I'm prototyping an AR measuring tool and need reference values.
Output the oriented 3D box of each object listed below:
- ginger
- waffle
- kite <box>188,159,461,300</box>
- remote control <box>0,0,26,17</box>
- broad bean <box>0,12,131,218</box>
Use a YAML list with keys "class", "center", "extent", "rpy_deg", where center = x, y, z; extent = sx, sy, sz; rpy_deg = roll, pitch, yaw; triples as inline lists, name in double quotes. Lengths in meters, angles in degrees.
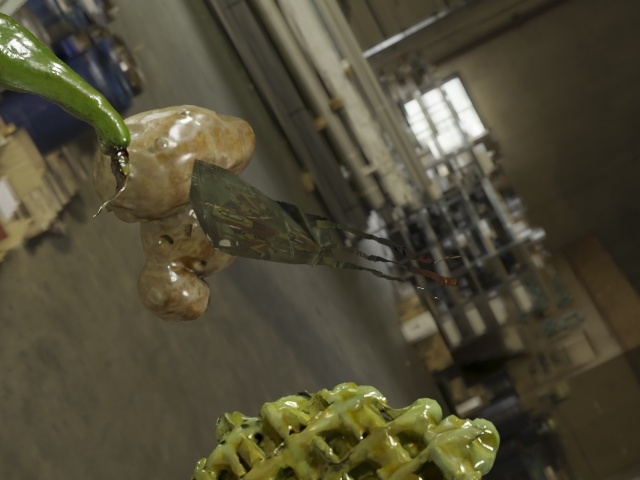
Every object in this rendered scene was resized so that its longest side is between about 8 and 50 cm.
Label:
- class: "ginger"
  center: [-0.184, -0.043, 1.593]
  extent: [0.244, 0.155, 0.304]
  rpy_deg: [-40, 130, -38]
- class: "waffle"
  center: [0.000, 0.253, 0.897]
  extent: [0.073, 0.297, 0.317]
  rpy_deg: [51, 46, -54]
- class: "kite"
  center: [-0.001, 0.001, 0.985]
  extent: [0.141, 0.245, 0.015]
  rpy_deg: [83, 26, -60]
- class: "remote control"
  center: [-0.403, -0.280, 1.354]
  extent: [0.090, 0.230, 0.049]
  rpy_deg: [44, -3, -31]
- class: "broad bean"
  center: [-0.301, -0.165, 1.149]
  extent: [0.318, 0.056, 0.098]
  rpy_deg: [43, 50, 1]
